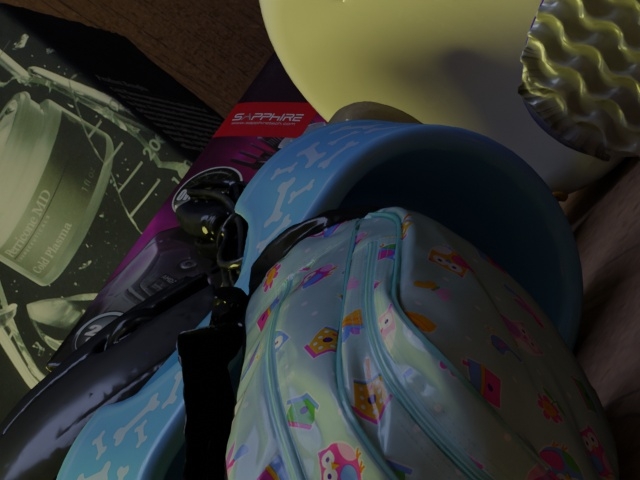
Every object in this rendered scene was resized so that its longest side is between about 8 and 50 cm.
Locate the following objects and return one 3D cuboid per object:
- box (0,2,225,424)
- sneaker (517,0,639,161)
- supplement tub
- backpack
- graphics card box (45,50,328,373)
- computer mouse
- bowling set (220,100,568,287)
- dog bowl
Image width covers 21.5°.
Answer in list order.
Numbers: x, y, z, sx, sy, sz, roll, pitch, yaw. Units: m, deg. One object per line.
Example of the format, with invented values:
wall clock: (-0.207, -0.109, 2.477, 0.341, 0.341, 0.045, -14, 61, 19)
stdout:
box: (-0.259, 0.065, 1.948, 0.480, 0.472, 0.297, -56, -24, 12)
sneaker: (0.200, -0.157, 0.730, 0.293, 0.102, 0.146, -51, -2, 11)
supplement tub: (0.136, -0.213, 1.005, 0.331, 0.241, 0.241, -58, 2, -31)
backpack: (0.029, 0.065, 0.564, 0.115, 0.152, 0.182, -52, 9, 19)
graphics card box: (0.000, 0.000, 1.200, 0.371, 0.232, 0.094, -58, -40, -35)
computer mouse: (-0.110, 0.080, 0.864, 0.272, 0.072, 0.188, -57, 19, 1)
bowling set: (0.019, 0.091, 0.903, 0.287, 0.154, 0.200, -54, 21, 22)
dog bowl: (0.008, 0.074, 0.736, 0.297, 0.166, 0.074, -57, 15, -19)
